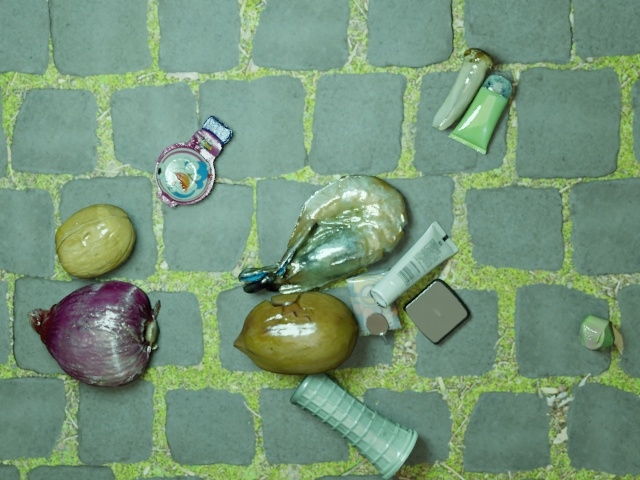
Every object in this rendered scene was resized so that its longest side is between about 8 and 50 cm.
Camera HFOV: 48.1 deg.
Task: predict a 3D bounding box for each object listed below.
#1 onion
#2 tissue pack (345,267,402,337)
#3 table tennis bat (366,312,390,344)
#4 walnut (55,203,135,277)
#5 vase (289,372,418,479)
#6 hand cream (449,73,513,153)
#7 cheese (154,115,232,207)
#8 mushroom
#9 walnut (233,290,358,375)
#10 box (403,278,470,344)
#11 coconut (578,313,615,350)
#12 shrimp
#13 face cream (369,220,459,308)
[{"bbox_3d":[-0.582,0.232,1.757,0.349,0.159,0.267,2,93,4],"label":"onion"},{"bbox_3d":[0.130,0.150,1.738,0.109,0.060,0.148,-12,93,7],"label":"tissue pack"},{"bbox_3d":[0.141,0.212,1.709,0.050,0.007,0.083,-28,94,6],"label":"table tennis bat"},{"bbox_3d":[-0.541,-0.001,1.732,0.197,0.165,0.165,-34,92,-1],"label":"walnut"},{"bbox_3d":[0.075,0.432,1.737,0.299,0.143,0.143,37,97,4],"label":"vase"},{"bbox_3d":[0.385,-0.301,1.684,0.095,0.046,0.175,27,103,1],"label":"hand cream"},{"bbox_3d":[-0.311,-0.188,1.743,0.155,0.062,0.244,39,97,2],"label":"cheese"},{"bbox_3d":[0.329,-0.346,1.666,0.071,0.084,0.209,23,100,-29],"label":"mushroom"},{"bbox_3d":[-0.060,0.218,1.685,0.298,0.203,0.203,-8,95,-2],"label":"walnut"},{"bbox_3d":[0.284,0.172,1.746,0.125,0.027,0.126,-41,90,5],"label":"box"},{"bbox_3d":[0.653,0.222,1.694,0.081,0.082,0.083,26,55,27],"label":"coconut"},{"bbox_3d":[0.000,0.000,1.719,0.446,0.110,0.221,-30,87,3],"label":"shrimp"},{"bbox_3d":[0.219,0.061,1.697,0.244,0.058,0.092,-40,94,-18],"label":"face cream"}]
